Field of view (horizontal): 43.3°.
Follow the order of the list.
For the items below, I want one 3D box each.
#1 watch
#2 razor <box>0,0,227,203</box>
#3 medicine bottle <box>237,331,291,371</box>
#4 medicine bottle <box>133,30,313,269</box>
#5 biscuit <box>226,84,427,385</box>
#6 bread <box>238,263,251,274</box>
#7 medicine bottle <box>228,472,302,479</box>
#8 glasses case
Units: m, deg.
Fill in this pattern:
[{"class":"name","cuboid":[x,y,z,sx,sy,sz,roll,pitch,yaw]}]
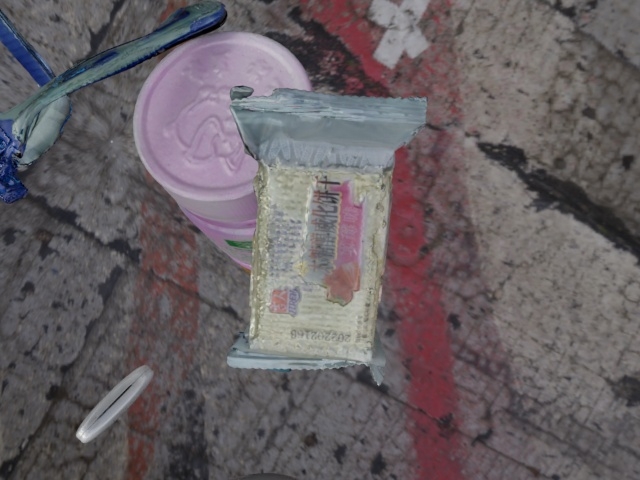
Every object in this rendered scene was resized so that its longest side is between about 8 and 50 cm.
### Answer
[{"class":"watch","cuboid":[-0.531,-0.209,1.200,0.276,0.068,0.274,-54,128,-24]},{"class":"razor","cuboid":[-0.215,-0.167,0.811,0.093,0.056,0.324,39,64,20]},{"class":"medicine bottle","cuboid":[-0.069,0.162,1.658,0.124,0.079,0.258,22,56,16]},{"class":"medicine bottle","cuboid":[-0.080,-0.091,1.018,0.212,0.325,0.211,-3,72,8]},{"class":"biscuit","cuboid":[-0.005,-0.001,0.816,0.186,0.079,0.308,5,117,-1]},{"class":"bread","cuboid":[-0.116,-0.049,1.597,0.134,0.129,0.260,13,117,-38]},{"class":"medicine bottle","cuboid":[0.019,0.205,0.359,0.135,0.215,0.134,-15,113,-40]},{"class":"glasses case","cuboid":[-0.412,0.328,1.622,0.049,0.074,0.193,41,71,4]}]
